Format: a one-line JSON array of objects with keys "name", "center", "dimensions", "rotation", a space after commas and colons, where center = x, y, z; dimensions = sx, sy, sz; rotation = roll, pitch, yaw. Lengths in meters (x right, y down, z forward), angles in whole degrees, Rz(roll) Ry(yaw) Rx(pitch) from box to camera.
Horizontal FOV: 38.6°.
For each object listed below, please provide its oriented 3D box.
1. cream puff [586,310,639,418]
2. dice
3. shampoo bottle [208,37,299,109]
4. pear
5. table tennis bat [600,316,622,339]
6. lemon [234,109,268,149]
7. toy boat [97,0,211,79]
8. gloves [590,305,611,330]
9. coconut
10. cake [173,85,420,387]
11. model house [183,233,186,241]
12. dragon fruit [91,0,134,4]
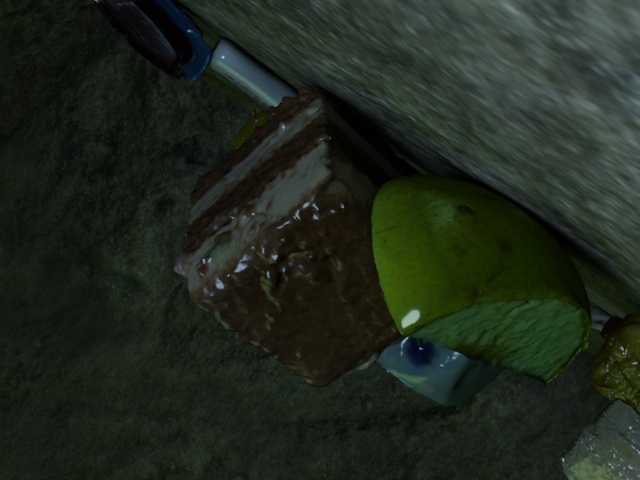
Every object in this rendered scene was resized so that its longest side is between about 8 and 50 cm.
[{"name": "cream puff", "center": [0.389, 0.154, 1.071], "dimensions": [0.146, 0.116, 0.146], "rotation": [39, -177, -2]}, {"name": "dice", "center": [0.227, 0.124, 1.675], "dimensions": [0.264, 0.263, 0.268], "rotation": [43, -168, 27]}, {"name": "shampoo bottle", "center": [-0.077, -0.230, 1.420], "dimensions": [0.221, 0.051, 0.108], "rotation": [35, 179, -15]}, {"name": "pear", "center": [0.176, 0.009, 0.991], "dimensions": [0.288, 0.139, 0.239], "rotation": [23, -148, -43]}, {"name": "table tennis bat", "center": [0.554, 0.216, 1.352], "dimensions": [0.310, 0.038, 0.200], "rotation": [35, -178, 4]}, {"name": "lemon", "center": [-0.084, -0.180, 1.830], "dimensions": [0.173, 0.173, 0.206], "rotation": [36, -170, 1]}, {"name": "toy boat", "center": [-0.249, -0.335, 1.371], "dimensions": [0.223, 0.100, 0.097], "rotation": [44, -140, 8]}, {"name": "gloves", "center": [0.425, 0.122, 1.426], "dimensions": [0.081, 0.037, 0.044], "rotation": [20, -140, -6]}, {"name": "coconut", "center": [0.605, 0.389, 1.633], "dimensions": [0.254, 0.297, 0.297], "rotation": [48, -174, 18]}, {"name": "cake", "center": [0.000, 0.000, 1.142], "dimensions": [0.282, 0.255, 0.290], "rotation": [39, -154, -27]}, {"name": "model house", "center": [-0.001, -0.012, 1.544], "dimensions": [0.282, 0.297, 0.317], "rotation": [37, -165, 23]}, {"name": "dragon fruit", "center": [-0.203, -0.281, 0.848], "dimensions": [0.112, 0.068, 0.126], "rotation": [-4, -122, -20]}]
